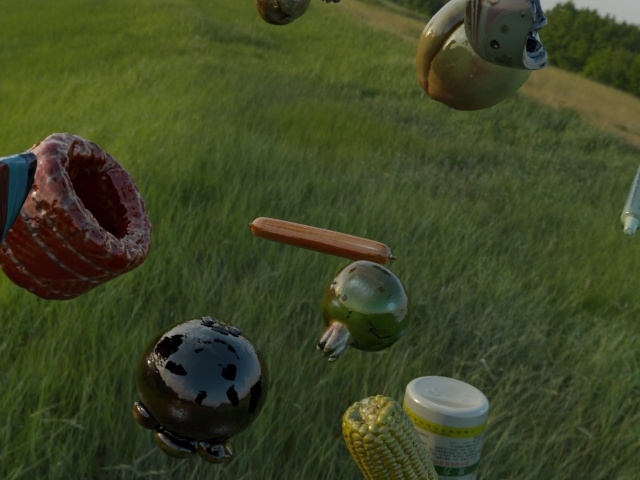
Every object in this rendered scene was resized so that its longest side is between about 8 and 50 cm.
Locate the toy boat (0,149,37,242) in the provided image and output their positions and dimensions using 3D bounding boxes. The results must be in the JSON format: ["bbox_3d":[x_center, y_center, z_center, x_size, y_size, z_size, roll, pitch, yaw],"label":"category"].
[{"bbox_3d":[-0.530,-0.037,0.967,0.136,0.392,0.079,54,42,-4],"label":"toy boat"}]

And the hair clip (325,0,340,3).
[{"bbox_3d":[0.070,-0.703,1.663,0.292,0.084,0.106,-4,-21,40],"label":"hair clip"}]

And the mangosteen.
[{"bbox_3d":[-0.282,0.349,1.433,0.307,0.346,0.307,22,4,-2],"label":"mangosteen"}]

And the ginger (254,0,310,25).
[{"bbox_3d":[-0.162,-0.652,1.368,0.375,0.176,0.256,43,32,-19],"label":"ginger"}]

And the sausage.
[{"bbox_3d":[0.000,0.000,1.386,0.348,0.053,0.053,13,21,13],"label":"sausage"}]

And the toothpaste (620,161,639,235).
[{"bbox_3d":[0.441,-0.072,0.855,0.029,0.048,0.197,1,40,39],"label":"toothpaste"}]

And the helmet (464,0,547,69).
[{"bbox_3d":[0.259,-0.326,0.884,0.107,0.176,0.153,-4,-16,29],"label":"helmet"}]

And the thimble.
[{"bbox_3d":[-0.555,-0.055,1.366,0.350,0.231,0.350,56,12,-19],"label":"thimble"}]

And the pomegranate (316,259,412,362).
[{"bbox_3d":[0.069,0.140,1.166,0.180,0.180,0.209,30,62,27],"label":"pomegranate"}]

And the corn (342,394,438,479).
[{"bbox_3d":[0.151,0.443,1.166,0.131,0.344,0.131,-21,20,8],"label":"corn"}]

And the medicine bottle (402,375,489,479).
[{"bbox_3d":[0.297,0.539,1.585,0.208,0.339,0.208,6,12,-1],"label":"medicine bottle"}]

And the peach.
[{"bbox_3d":[0.375,-0.454,1.520,0.247,0.292,0.292,9,21,-48],"label":"peach"}]
